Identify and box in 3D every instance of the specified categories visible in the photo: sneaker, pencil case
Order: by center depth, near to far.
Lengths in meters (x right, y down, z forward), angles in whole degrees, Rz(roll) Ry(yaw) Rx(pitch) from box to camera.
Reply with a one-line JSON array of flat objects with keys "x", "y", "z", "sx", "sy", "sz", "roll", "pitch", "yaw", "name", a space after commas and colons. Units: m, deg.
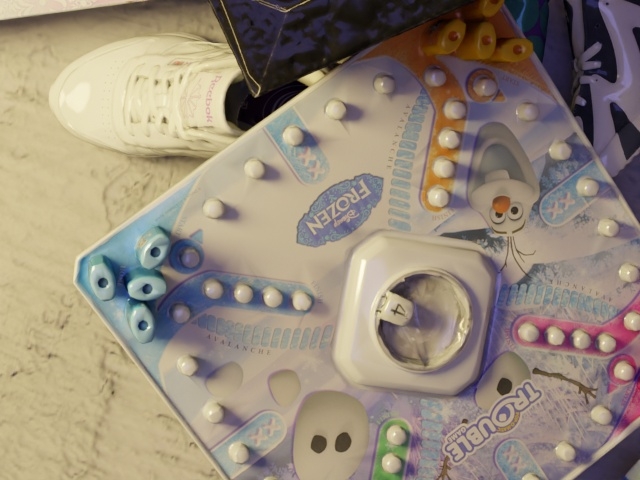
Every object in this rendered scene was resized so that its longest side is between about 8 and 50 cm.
[{"x": -0.101, "y": -0.126, "z": 1.015, "sx": 0.305, "sy": 0.152, "sz": 0.114, "roll": 4, "pitch": 91, "yaw": 18, "name": "sneaker"}, {"x": 0.226, "y": -0.141, "z": 1.025, "sx": 0.235, "sy": 0.094, "sz": 0.153, "roll": -42, "pitch": 89, "yaw": 8, "name": "sneaker"}, {"x": 0.153, "y": -0.149, "z": 1.045, "sx": 0.070, "sy": 0.064, "sz": 0.152, "roll": 9, "pitch": 96, "yaw": -12, "name": "pencil case"}]

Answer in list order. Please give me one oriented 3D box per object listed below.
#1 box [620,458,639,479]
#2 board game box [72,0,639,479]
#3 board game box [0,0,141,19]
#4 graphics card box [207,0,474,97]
[{"x": 0.334, "y": 0.266, "z": 1.054, "sx": 0.178, "sy": 0.042, "sz": 0.109, "roll": 24, "pitch": 138, "yaw": 2, "name": "box"}, {"x": 0.079, "y": 0.061, "z": 0.935, "sx": 0.390, "sy": 0.050, "sz": 0.390, "roll": -37, "pitch": 104, "yaw": -8, "name": "board game box"}, {"x": -0.266, "y": -0.347, "z": 1.016, "sx": 0.318, "sy": 0.066, "sz": 0.318, "roll": -5, "pitch": 104, "yaw": 15, "name": "board game box"}, {"x": 0.047, "y": -0.218, "z": 0.895, "sx": 0.233, "sy": 0.371, "sz": 0.094, "roll": -23, "pitch": 104, "yaw": 6, "name": "graphics card box"}]
